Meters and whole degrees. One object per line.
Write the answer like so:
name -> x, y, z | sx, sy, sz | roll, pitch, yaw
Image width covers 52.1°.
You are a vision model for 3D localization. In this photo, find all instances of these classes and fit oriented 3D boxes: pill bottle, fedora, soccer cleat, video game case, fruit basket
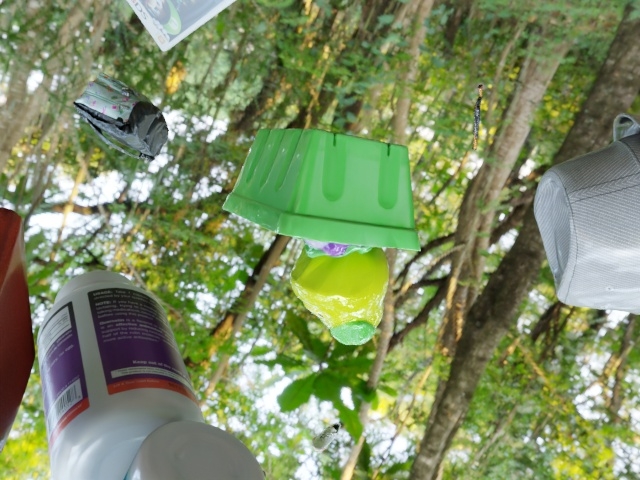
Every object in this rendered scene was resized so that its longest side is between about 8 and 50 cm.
pill bottle -> -0.275, 0.179, 0.873 | 0.181, 0.181, 0.323 | 12, -155, -33
fedora -> 0.307, -0.003, 0.708 | 0.124, 0.243, 0.275 | -12, 158, 13
soccer cleat -> 0.011, 0.349, 1.167 | 0.029, 0.035, 0.083 | 41, -156, 17
video game case -> -0.193, -0.333, 0.781 | 0.190, 0.022, 0.173 | -10, 122, 50
fruit basket -> 0.000, 0.000, 1.141 | 0.283, 0.392, 0.392 | 7, -157, -24
pill bottle -> -0.176, 0.342, 0.724 | 0.146, 0.264, 0.146 | 25, -162, -9

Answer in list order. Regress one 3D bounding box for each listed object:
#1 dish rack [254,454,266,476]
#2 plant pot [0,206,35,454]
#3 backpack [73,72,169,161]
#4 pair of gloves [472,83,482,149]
dish rack -> -0.123, 0.531, 1.331 | 0.074, 0.271, 0.208 | -28, -113, -22
plant pot -> -0.414, 0.139, 0.574 | 0.267, 0.267, 0.235 | 3, -131, -18
backpack -> -0.410, -0.260, 1.348 | 0.182, 0.115, 0.152 | 28, 161, 16
pair of gloves -> 0.218, -0.172, 0.913 | 0.010, 0.074, 0.083 | 5, -150, 13
